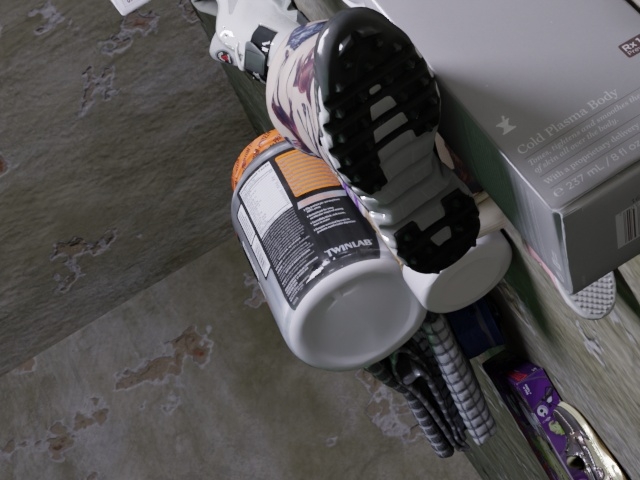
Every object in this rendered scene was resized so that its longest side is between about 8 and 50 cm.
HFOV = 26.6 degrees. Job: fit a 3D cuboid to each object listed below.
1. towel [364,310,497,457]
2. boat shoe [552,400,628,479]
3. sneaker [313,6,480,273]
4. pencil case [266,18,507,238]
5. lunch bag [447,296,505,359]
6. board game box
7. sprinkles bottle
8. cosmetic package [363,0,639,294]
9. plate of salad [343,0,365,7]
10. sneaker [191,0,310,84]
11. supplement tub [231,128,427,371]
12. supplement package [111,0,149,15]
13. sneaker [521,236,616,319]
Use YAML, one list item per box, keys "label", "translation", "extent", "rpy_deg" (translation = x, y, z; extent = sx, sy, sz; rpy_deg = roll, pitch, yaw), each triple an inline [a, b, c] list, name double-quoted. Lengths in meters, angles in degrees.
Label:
- label: "towel"
  translation: [0.127, 0.140, 1.868]
  extent: [0.235, 0.121, 0.284]
  rpy_deg: [60, -173, -33]
- label: "boat shoe"
  translation: [0.326, 0.263, 1.679]
  extent: [0.152, 0.049, 0.056]
  rpy_deg: [55, 175, 45]
- label: "sneaker"
  translation: [0.031, -0.073, 0.856]
  extent: [0.106, 0.078, 0.234]
  rpy_deg: [53, 176, 37]
- label: "pencil case"
  translation: [0.058, -0.123, 1.345]
  extent: [0.410, 0.159, 0.184]
  rpy_deg: [-135, 29, -71]
- label: "lunch bag"
  translation: [0.212, 0.109, 1.834]
  extent: [0.098, 0.065, 0.067]
  rpy_deg: [57, -170, -59]
- label: "board game box"
  translation: [0.348, 0.318, 1.871]
  extent: [0.347, 0.056, 0.208]
  rpy_deg: [59, 180, -5]
- label: "sprinkles bottle"
  translation: [0.085, -0.080, 1.600]
  extent: [0.355, 0.121, 0.121]
  rpy_deg: [57, 175, 32]
- label: "cosmetic package"
  translation: [0.137, -0.098, 0.844]
  extent: [0.238, 0.127, 0.107]
  rpy_deg: [54, 174, 34]
- label: "plate of salad"
  translation: [0.007, -0.315, 1.321]
  extent: [0.200, 0.048, 0.200]
  rpy_deg: [57, 172, 13]
- label: "sneaker"
  translation: [-0.077, -0.276, 1.974]
  extent: [0.330, 0.146, 0.122]
  rpy_deg: [55, 173, 31]
- label: "supplement tub"
  translation: [0.000, 0.000, 1.740]
  extent: [0.194, 0.193, 0.316]
  rpy_deg: [63, 180, -43]
- label: "supplement package"
  translation: [-0.156, -0.375, 1.477]
  extent: [0.134, 0.244, 0.139]
  rpy_deg: [61, 176, -29]
- label: "sneaker"
  translation: [0.218, 0.014, 1.201]
  extent: [0.134, 0.051, 0.070]
  rpy_deg: [61, 178, 17]
